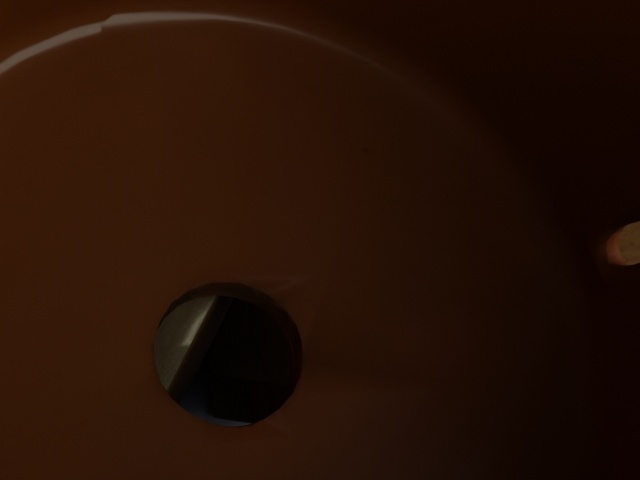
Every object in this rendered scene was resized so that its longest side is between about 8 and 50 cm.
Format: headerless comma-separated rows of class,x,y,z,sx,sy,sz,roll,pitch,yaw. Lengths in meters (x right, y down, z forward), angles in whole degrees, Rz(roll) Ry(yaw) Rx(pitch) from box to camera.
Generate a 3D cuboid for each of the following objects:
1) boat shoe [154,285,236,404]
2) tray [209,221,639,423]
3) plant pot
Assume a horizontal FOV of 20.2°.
boat shoe,-0.090,0.069,0.452,0.073,0.073,0.207,26,66,1
tray,0.143,-0.059,0.637,0.411,0.076,0.202,-4,94,-39
plant pot,0.000,0.000,0.348,0.291,0.203,0.290,5,69,-13
